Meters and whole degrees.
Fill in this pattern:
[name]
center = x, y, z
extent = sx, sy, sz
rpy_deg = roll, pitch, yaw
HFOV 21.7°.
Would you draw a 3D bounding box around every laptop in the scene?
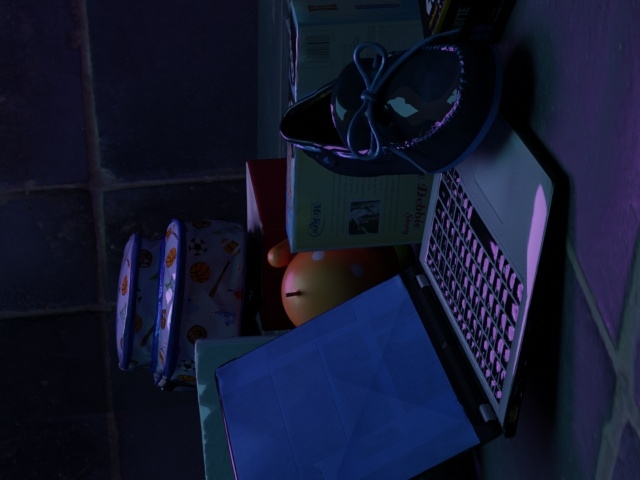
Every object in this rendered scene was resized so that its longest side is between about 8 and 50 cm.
[laptop]
center = 0.049, 0.049, 1.678
extent = 0.382, 0.236, 0.407
rpy_deg = -112, 28, -64

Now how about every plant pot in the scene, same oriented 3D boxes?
[plant pot]
center = 0.027, 0.230, 1.975
extent = 0.247, 0.252, 0.247
rpy_deg = 20, -117, -64

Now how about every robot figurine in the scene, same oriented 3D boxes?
[robot figurine]
center = 0.027, 0.051, 2.075
extent = 0.158, 0.128, 0.219
rpy_deg = 62, -159, -7

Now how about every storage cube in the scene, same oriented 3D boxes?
[storage cube]
center = 0.000, 0.000, 2.372
extent = 0.215, 0.193, 0.183
rpy_deg = -104, 12, -56

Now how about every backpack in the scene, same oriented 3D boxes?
[backpack]
center = -0.178, 0.082, 2.312
extent = 0.263, 0.213, 0.276
rpy_deg = 148, 121, -70

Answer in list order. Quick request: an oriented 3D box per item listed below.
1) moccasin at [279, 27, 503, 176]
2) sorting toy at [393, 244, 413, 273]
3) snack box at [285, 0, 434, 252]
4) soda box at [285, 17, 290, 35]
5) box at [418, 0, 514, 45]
[moccasin]
center = 0.059, -0.120, 1.671
extent = 0.342, 0.117, 0.137
rpy_deg = 153, 125, -62
[sorting toy]
center = 0.060, 0.090, 2.232
extent = 0.127, 0.126, 0.365
rpy_deg = -120, 27, -73
[snack box]
center = 0.058, -0.128, 1.893
extent = 0.060, 0.187, 0.322
rpy_deg = -103, 12, -49
[soda box]
center = 0.049, -0.142, 2.004
extent = 0.098, 0.091, 0.286
rpy_deg = -105, -5, -59
[box]
center = 0.141, -0.362, 1.568
extent = 0.322, 0.079, 0.257
rpy_deg = 107, 155, -70
